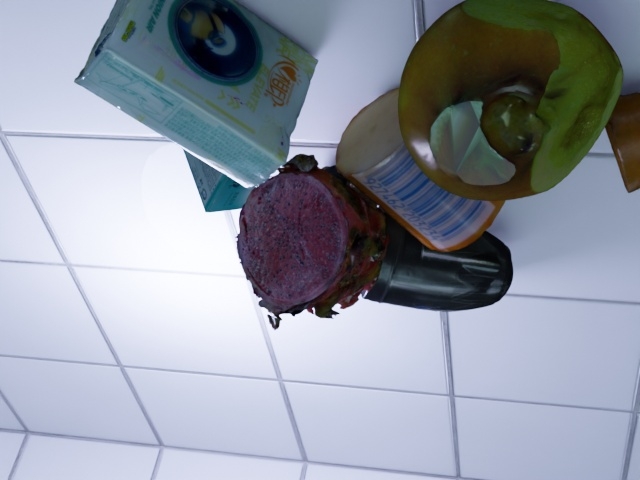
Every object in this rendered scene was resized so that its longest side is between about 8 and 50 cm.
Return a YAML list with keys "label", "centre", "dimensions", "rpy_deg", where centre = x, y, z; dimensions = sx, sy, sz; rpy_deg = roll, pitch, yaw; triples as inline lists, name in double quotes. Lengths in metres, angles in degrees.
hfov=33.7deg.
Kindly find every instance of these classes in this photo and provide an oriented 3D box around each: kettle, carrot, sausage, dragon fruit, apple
- label: "kettle"
  centre: [0.267, 0.058, 2.381]
  dimensions: [0.324, 0.229, 0.321]
  rpy_deg: [12, 169, -3]
- label: "carrot"
  centre: [0.662, -0.210, 1.956]
  dimensions: [0.254, 0.196, 0.196]
  rpy_deg: [-14, 136, 16]
- label: "sausage"
  centre: [0.203, -0.141, 2.109]
  dimensions: [0.287, 0.233, 0.233]
  rpy_deg: [37, 137, -28]
- label: "dragon fruit"
  centre: [0.000, 0.000, 2.148]
  dimensions: [0.314, 0.296, 0.262]
  rpy_deg: [-47, 158, 26]
- label: "apple"
  centre: [0.319, -0.246, 1.813]
  dimensions: [0.383, 0.374, 0.374]
  rpy_deg: [-20, 132, 24]

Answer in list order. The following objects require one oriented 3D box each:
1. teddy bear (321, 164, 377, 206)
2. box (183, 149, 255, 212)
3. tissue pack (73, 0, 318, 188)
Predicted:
- label: "teddy bear"
  centre: [0.036, -0.104, 2.294]
  dimensions: [0.251, 0.129, 0.182]
  rpy_deg: [-32, 162, 24]
- label: "box"
  centre: [-0.209, -0.198, 2.144]
  dimensions: [0.092, 0.245, 0.153]
  rpy_deg: [-8, 154, -31]
- label: "tissue pack"
  centre: [-0.218, -0.316, 1.967]
  dimensions: [0.388, 0.287, 0.162]
  rpy_deg: [32, 144, -22]
